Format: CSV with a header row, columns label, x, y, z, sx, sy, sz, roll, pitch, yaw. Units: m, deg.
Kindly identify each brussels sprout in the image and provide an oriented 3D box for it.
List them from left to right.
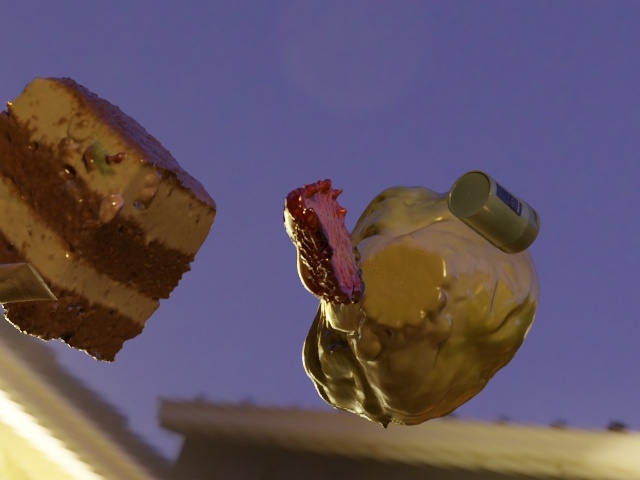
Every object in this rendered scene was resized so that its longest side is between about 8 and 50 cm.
label,x,y,z,sx,sy,sz,roll,pitch,yaw
brussels sprout,0.113,0.067,2.228,0.242,0.273,0.316,43,-27,15

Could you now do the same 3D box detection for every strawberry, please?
label,x,y,z,sx,sy,sz,roll,pitch,yaw
strawberry,-0.003,0.000,1.540,0.048,0.104,0.152,-16,-27,13

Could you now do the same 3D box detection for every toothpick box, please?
label,x,y,z,sx,sy,sz,roll,pitch,yaw
toothpick box,0.163,-0.026,1.840,0.052,0.052,0.083,-6,-27,40

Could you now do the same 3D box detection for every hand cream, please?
label,x,y,z,sx,sy,sz,roll,pitch,yaw
hand cream,-0.402,0.052,2.419,0.142,0.053,0.084,-5,-34,16

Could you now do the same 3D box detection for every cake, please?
label,x,y,z,sx,sy,sz,roll,pitch,yaw
cake,-0.320,-0.029,2.636,0.256,0.290,0.282,44,5,28
